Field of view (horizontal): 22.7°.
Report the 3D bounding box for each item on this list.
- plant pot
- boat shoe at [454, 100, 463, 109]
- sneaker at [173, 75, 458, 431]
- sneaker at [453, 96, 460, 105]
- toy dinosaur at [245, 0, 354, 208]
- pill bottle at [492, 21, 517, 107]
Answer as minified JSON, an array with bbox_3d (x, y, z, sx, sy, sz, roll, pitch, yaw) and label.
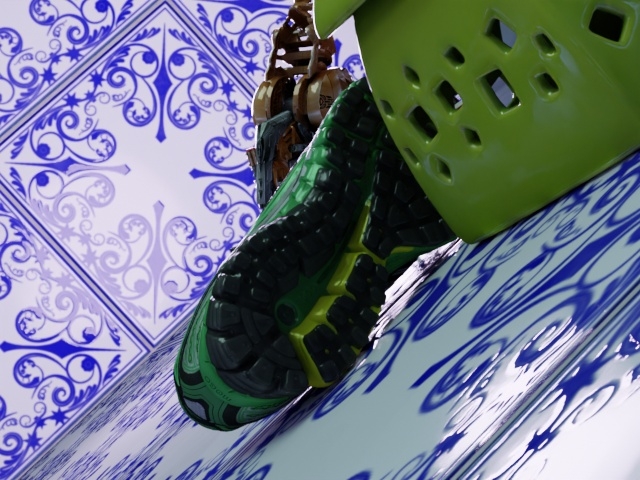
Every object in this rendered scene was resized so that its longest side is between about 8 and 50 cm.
[{"bbox_3d":[0.140,-0.165,1.010,0.227,0.207,0.228,-44,5,-29],"label":"plant pot"},{"bbox_3d":[0.175,-0.138,1.603,0.043,0.049,0.137,22,52,38],"label":"boat shoe"},{"bbox_3d":[0.000,0.000,1.150,0.343,0.134,0.146,-46,5,-40],"label":"sneaker"},{"bbox_3d":[0.107,-0.134,1.614,0.077,0.072,0.178,-34,-31,-17],"label":"sneaker"},{"bbox_3d":[0.012,-0.104,1.439,0.218,0.164,0.322,6,-75,-58],"label":"toy dinosaur"},{"bbox_3d":[0.109,-0.237,1.381,0.169,0.301,0.169,-43,4,4],"label":"pill bottle"}]
